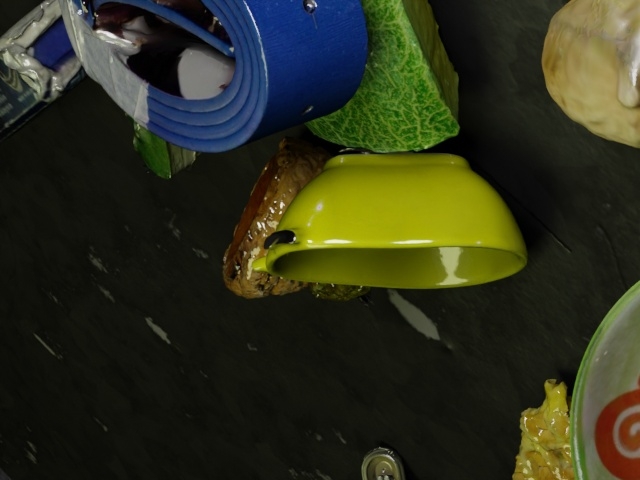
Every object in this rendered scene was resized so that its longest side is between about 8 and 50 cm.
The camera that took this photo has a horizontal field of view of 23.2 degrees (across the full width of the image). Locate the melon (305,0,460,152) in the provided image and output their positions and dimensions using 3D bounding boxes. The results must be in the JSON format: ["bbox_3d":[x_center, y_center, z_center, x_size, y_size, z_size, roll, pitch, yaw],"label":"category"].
[{"bbox_3d":[0.013,-0.235,1.404,0.196,0.124,0.323,8,134,38],"label":"melon"}]

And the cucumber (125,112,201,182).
[{"bbox_3d":[-0.171,-0.223,1.652,0.105,0.145,0.325,24,139,24],"label":"cucumber"}]

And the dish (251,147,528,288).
[{"bbox_3d":[0.068,-0.024,1.520,0.262,0.108,0.221,2,167,-6],"label":"dish"}]

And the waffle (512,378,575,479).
[{"bbox_3d":[0.336,0.287,1.653,0.302,0.068,0.325,30,147,29],"label":"waffle"}]

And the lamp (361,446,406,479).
[{"bbox_3d":[0.164,0.336,1.920,0.283,0.124,0.203,-25,85,62],"label":"lamp"}]

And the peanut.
[{"bbox_3d":[0.246,-0.139,1.234,0.159,0.109,0.141,29,136,51],"label":"peanut"}]

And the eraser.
[{"bbox_3d":[-0.355,-0.200,1.882,0.101,0.155,0.332,51,150,-9],"label":"eraser"}]

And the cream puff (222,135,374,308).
[{"bbox_3d":[0.000,0.000,1.673,0.169,0.183,0.183,24,151,-9],"label":"cream puff"}]

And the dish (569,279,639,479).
[{"bbox_3d":[0.383,0.165,1.319,0.324,0.124,0.324,-4,83,36],"label":"dish"}]

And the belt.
[{"bbox_3d":[-0.103,-0.197,1.378,0.347,0.117,0.212,26,132,47],"label":"belt"}]
